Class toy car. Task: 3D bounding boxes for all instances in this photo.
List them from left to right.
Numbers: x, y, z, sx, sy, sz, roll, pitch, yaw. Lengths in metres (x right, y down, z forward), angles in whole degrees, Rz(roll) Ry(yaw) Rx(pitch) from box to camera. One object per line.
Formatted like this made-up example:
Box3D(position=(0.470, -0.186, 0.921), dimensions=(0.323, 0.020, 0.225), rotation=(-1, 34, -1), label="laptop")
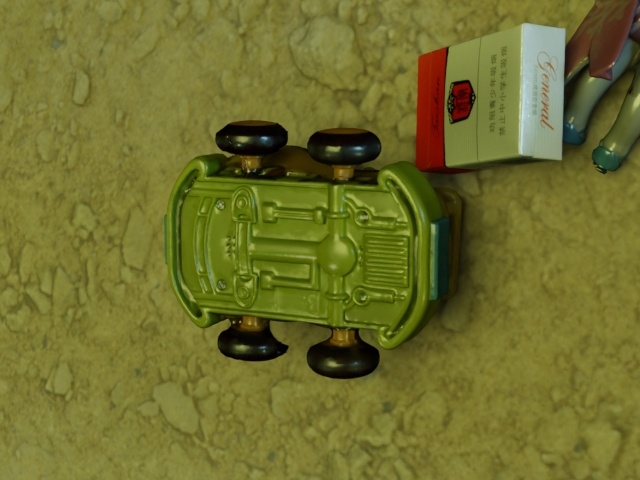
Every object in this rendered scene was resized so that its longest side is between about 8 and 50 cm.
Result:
Box3D(position=(0.000, 0.000, 1.004), dimensions=(0.247, 0.142, 0.201), rotation=(9, 102, 25), label="toy car")

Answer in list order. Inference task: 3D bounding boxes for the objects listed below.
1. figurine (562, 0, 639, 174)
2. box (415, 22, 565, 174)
Box3D(position=(0.265, -0.158, 0.865), dimensions=(0.205, 0.102, 0.260), rotation=(43, 120, 29), label="figurine")
Box3D(position=(0.130, -0.107, 0.944), dimensions=(0.152, 0.048, 0.100), rotation=(177, 97, -66), label="box")
